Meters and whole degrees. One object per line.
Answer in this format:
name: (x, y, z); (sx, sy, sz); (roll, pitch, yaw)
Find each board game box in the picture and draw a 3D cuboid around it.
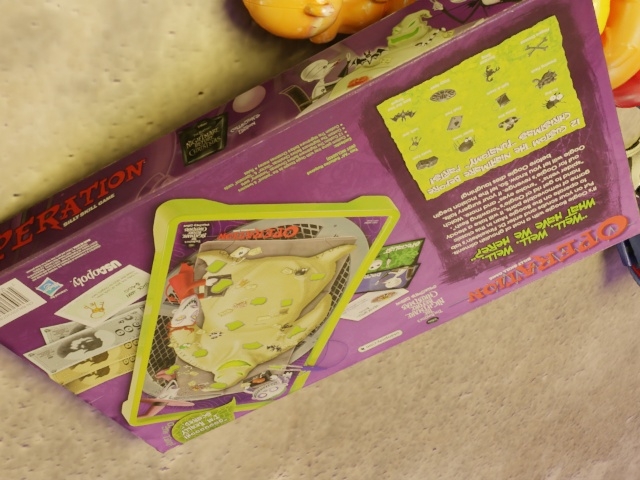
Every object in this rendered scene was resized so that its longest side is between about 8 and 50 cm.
board game box: (0.000, 0.000, 0.471); (0.347, 0.056, 0.208); (-26, 133, 9)

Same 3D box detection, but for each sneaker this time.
sneaker: (0.309, -0.075, 0.764); (0.109, 0.044, 0.040); (-38, 134, -14)

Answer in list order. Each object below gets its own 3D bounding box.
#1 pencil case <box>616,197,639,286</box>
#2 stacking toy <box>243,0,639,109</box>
pencil case: (0.430, -0.030, 0.843); (0.306, 0.133, 0.119); (-17, 87, -31)
stacking toy: (0.100, -0.151, 0.484); (0.302, 0.175, 0.165); (-7, 126, -19)
